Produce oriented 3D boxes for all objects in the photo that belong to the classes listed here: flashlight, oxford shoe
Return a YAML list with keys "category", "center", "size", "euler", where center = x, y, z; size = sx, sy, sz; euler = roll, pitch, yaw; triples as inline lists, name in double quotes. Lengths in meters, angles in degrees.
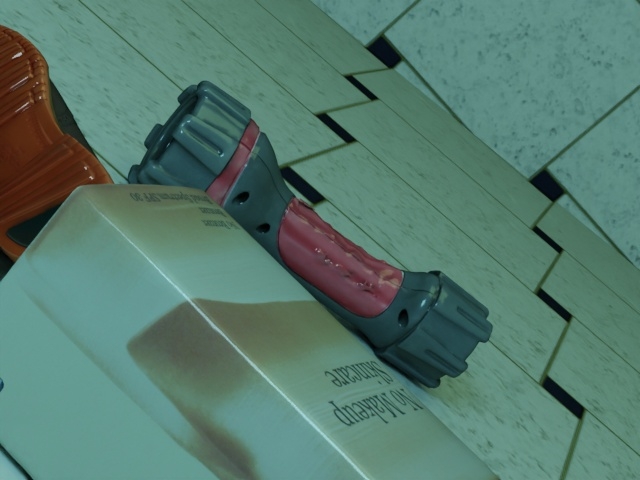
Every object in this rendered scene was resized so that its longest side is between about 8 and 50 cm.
- category: "flashlight"
  center: [0.000, 0.000, 1.249]
  size: [0.304, 0.103, 0.103]
  euler: [35, 14, -15]
- category: "oxford shoe"
  center: [-0.184, -0.042, 0.999]
  size: [0.271, 0.097, 0.098]
  euler: [55, -4, 45]

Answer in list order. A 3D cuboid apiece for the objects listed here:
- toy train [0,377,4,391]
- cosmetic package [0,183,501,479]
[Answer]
- category: "toy train"
  center: [-0.211, 0.032, 0.626]
  size: [0.184, 0.080, 0.105]
  euler: [35, -15, 5]
- category: "cosmetic package"
  center: [-0.026, 0.114, 0.798]
  size: [0.296, 0.129, 0.153]
  euler: [44, 14, 13]
